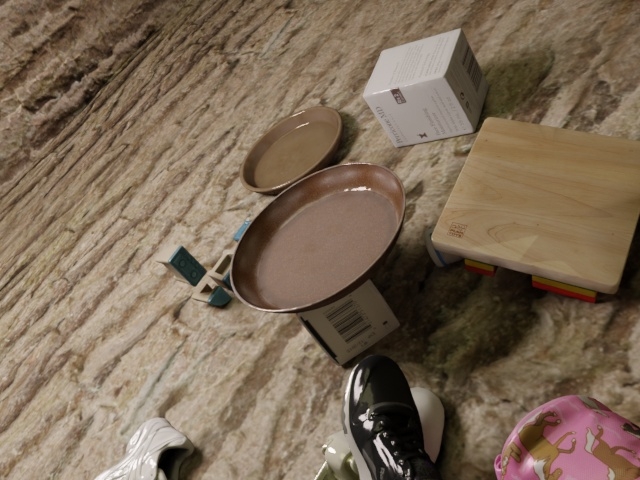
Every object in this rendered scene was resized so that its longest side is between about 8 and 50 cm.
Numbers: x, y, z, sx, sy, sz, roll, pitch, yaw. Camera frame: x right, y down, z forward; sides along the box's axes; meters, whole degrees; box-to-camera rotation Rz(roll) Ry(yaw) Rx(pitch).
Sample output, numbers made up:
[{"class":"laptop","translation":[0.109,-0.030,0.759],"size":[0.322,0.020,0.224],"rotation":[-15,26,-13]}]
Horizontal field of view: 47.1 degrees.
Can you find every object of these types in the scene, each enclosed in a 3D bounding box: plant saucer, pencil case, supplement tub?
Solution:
[{"class":"plant saucer","translation":[-0.063,-0.204,1.701],"size":[0.278,0.041,0.277],"rotation":[-23,38,19]},{"class":"plant saucer","translation":[0.000,0.000,1.154],"size":[0.311,0.050,0.310],"rotation":[-21,39,18]},{"class":"pencil case","translation":[0.341,0.300,0.690],"size":[0.386,0.167,0.160],"rotation":[38,111,54]},{"class":"supplement tub","translation":[0.229,-0.006,1.199],"size":[0.107,0.071,0.071],"rotation":[-23,38,20]}]

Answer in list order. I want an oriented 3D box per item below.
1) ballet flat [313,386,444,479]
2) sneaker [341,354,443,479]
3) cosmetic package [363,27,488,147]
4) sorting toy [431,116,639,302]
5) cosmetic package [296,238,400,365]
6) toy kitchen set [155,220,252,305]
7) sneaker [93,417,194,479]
[{"class":"ballet flat","translation":[0.024,0.336,0.943],"size":[0.139,0.139,0.400],"rotation":[15,60,49]},{"class":"sneaker","translation":[0.104,0.265,0.860],"size":[0.124,0.107,0.283],"rotation":[136,134,-55]},{"class":"cosmetic package","translation":[0.214,-0.302,1.474],"size":[0.184,0.151,0.151],"rotation":[-8,45,36]},{"class":"sorting toy","translation":[0.332,-0.044,1.085],"size":[0.257,0.089,0.255],"rotation":[15,59,25]},{"class":"cosmetic package","translation":[0.002,0.052,1.263],"size":[0.129,0.153,0.296],"rotation":[-35,34,3]},{"class":"toy kitchen set","translation":[-0.189,0.014,1.456],"size":[0.122,0.166,0.207],"rotation":[7,55,45]},{"class":"sneaker","translation":[-0.294,0.399,1.187],"size":[0.115,0.090,0.232],"rotation":[9,57,42]}]
